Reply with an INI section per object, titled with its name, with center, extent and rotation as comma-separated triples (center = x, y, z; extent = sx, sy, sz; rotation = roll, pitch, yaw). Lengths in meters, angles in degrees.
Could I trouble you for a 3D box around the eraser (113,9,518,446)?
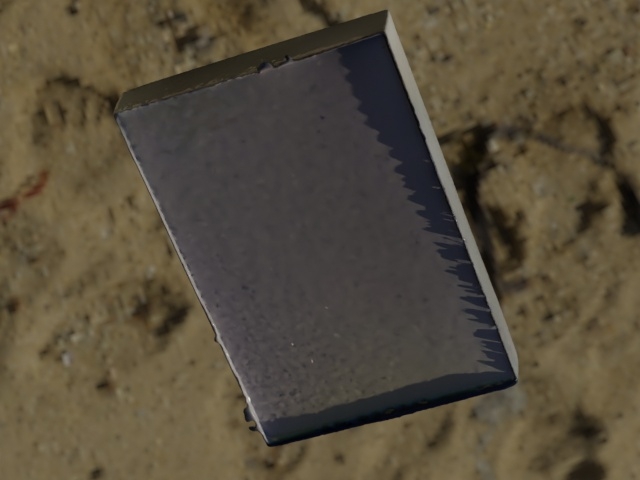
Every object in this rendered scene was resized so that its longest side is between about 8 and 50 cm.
[eraser]
center = 0.000, 0.000, 0.623
extent = 0.104, 0.023, 0.150
rotation = -16, 116, 14
